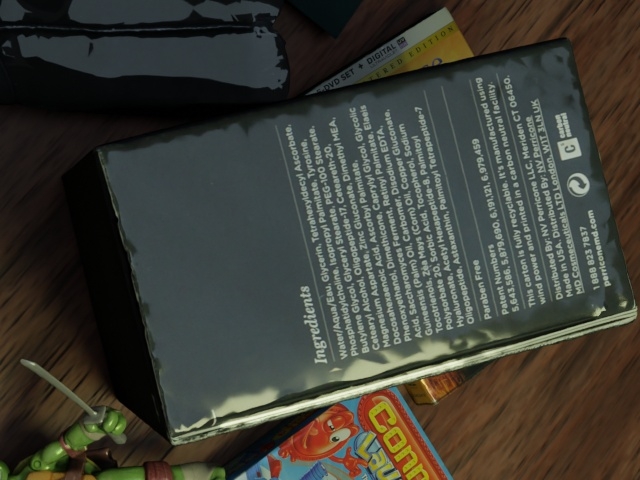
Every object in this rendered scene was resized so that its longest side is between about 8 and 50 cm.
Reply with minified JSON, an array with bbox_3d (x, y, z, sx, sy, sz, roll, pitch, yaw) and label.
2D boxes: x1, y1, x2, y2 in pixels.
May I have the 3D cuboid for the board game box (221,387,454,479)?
[{"bbox_3d":[0.025,0.362,1.868,0.302,0.086,0.308,-35,99,-22],"label":"board game box"}]

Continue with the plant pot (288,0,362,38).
[{"bbox_3d":[-0.015,-0.403,1.883,0.234,0.165,0.166,34,67,-4],"label":"plant pot"}]

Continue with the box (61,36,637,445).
[{"bbox_3d":[0.000,0.000,1.635,0.471,0.480,0.297,-16,93,-13],"label":"box"}]

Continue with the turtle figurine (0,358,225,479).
[{"bbox_3d":[-0.236,0.287,1.644,0.266,0.275,0.198,12,57,-18],"label":"turtle figurine"}]

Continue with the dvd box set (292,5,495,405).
[{"bbox_3d":[0.142,-0.046,1.972,0.307,0.062,0.420,-33,98,-22],"label":"dvd box set"}]

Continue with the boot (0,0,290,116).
[{"bbox_3d":[-0.259,-0.323,1.759,0.445,0.146,0.367,-1,98,-14],"label":"boot"}]
